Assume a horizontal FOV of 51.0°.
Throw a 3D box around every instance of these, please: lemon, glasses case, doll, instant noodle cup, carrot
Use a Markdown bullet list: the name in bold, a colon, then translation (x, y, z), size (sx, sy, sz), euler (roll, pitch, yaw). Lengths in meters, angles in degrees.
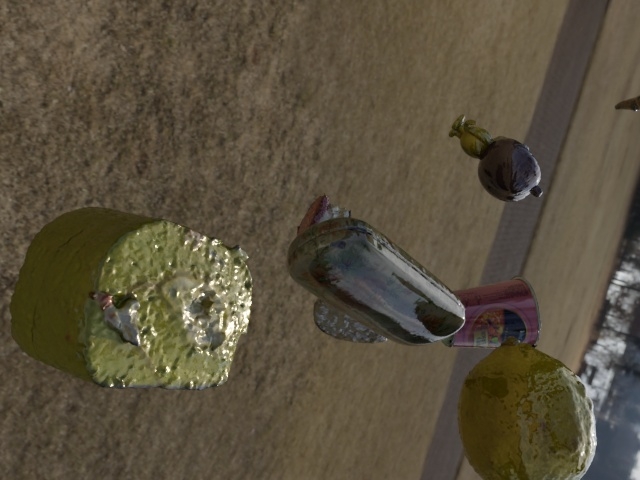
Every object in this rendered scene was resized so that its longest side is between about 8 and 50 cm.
- **lemon**: translation (0.409, 0.357, 1.344), size (0.268, 0.268, 0.321), euler (42, 48, -61)
- **glasses case**: translation (0.109, 0.086, 1.175), size (0.425, 0.156, 0.098), euler (35, 39, -44)
- **doll**: translation (0.308, -0.146, 1.158), size (0.096, 0.188, 0.145), euler (-40, -172, -13)
- **instant noodle cup**: translation (0.488, 0.228, 2.001), size (0.244, 0.255, 0.244), euler (176, -90, -80)
- **carrot**: translation (0.767, -0.335, 1.621), size (0.254, 0.049, 0.049), euler (-77, -179, -85)

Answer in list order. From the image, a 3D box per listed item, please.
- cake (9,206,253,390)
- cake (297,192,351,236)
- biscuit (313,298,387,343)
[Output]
- **cake**: translation (-0.191, 0.065, 0.751), size (0.260, 0.156, 0.179), euler (19, 86, -57)
- **cake**: translation (0.009, -0.017, 1.418), size (0.116, 0.086, 0.220), euler (-60, -168, 19)
- **biscuit**: translation (0.054, 0.188, 1.594), size (0.250, 0.133, 0.032), euler (48, 34, -42)
